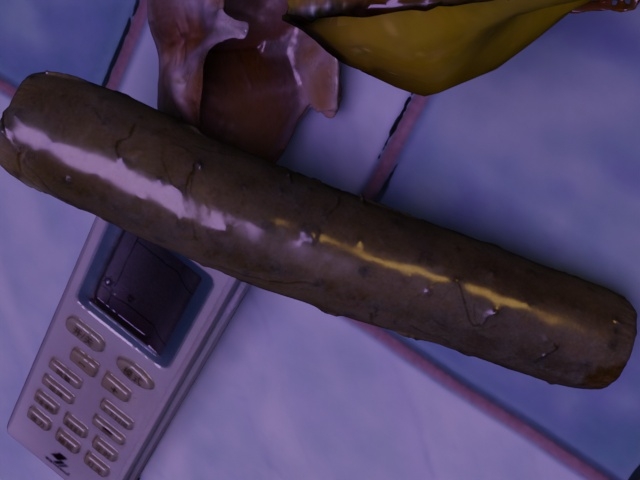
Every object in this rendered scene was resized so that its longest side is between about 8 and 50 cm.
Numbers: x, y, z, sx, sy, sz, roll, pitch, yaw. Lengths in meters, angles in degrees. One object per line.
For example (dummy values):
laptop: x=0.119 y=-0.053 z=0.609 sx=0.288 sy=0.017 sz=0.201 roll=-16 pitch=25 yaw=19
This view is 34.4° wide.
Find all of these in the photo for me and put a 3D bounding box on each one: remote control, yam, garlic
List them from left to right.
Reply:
remote control: x=-0.135 y=0.074 z=0.718 sx=0.103 sy=0.055 sz=0.277 roll=37 pitch=127 yaw=8
garlic: x=-0.058 y=-0.114 z=0.633 sx=0.124 sy=0.099 sz=0.174 roll=23 pitch=116 yaw=36
yam: x=0.000 y=0.000 z=0.595 sx=0.372 sy=0.083 sz=0.083 roll=22 pitch=114 yaw=-3

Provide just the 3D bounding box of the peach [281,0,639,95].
peach: x=0.122 y=-0.189 z=0.413 sx=0.380 sy=0.306 sz=0.242 roll=-5 pitch=97 yaw=37
